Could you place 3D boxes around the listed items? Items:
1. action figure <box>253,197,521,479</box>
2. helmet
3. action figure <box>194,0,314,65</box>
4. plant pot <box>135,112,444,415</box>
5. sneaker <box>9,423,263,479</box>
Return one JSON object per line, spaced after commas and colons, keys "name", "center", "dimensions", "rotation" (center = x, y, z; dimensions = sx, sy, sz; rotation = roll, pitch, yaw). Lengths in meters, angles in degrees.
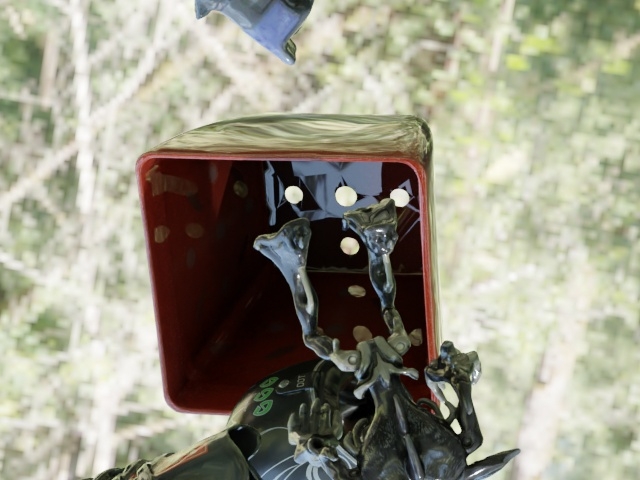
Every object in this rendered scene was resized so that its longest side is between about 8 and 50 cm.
{"name": "action figure", "center": [0.048, 0.113, 1.339], "dimensions": [0.164, 0.276, 0.141], "rotation": [-17, 174, -1]}
{"name": "helmet", "center": [-0.005, 0.190, 1.540], "dimensions": [0.169, 0.169, 0.161], "rotation": [8, 142, -43]}
{"name": "action figure", "center": [-0.107, -0.244, 0.841], "dimensions": [0.341, 0.330, 0.178], "rotation": [44, -175, -15]}
{"name": "plant pot", "center": [0.000, 0.000, 1.711], "dimensions": [0.267, 0.267, 0.236], "rotation": [2, -156, 15]}
{"name": "sneaker", "center": [-0.115, 0.179, 1.156], "dimensions": [0.350, 0.148, 0.131], "rotation": [13, -163, -1]}
